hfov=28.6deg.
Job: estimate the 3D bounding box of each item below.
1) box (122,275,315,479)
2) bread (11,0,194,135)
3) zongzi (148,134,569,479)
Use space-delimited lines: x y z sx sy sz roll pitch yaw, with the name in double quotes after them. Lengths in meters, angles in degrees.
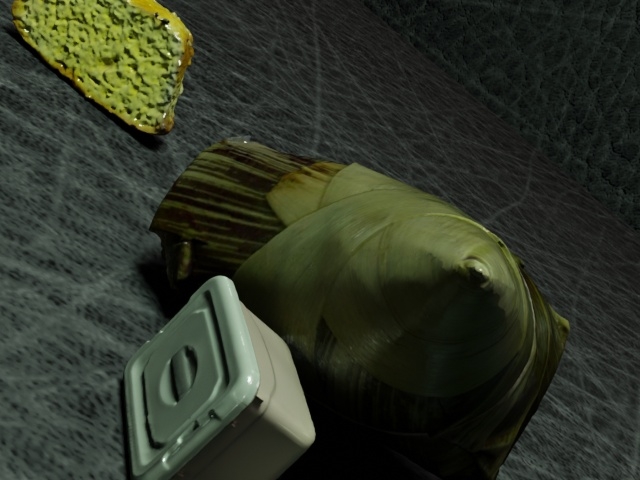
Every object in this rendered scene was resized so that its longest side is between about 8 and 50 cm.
-0.055 0.087 0.675 0.062 0.089 0.122 40 13 -27 "box"
-0.184 -0.175 1.112 0.187 0.103 0.065 36 13 16 "bread"
0.000 0.000 0.742 0.289 0.154 0.317 28 -14 20 "zongzi"
